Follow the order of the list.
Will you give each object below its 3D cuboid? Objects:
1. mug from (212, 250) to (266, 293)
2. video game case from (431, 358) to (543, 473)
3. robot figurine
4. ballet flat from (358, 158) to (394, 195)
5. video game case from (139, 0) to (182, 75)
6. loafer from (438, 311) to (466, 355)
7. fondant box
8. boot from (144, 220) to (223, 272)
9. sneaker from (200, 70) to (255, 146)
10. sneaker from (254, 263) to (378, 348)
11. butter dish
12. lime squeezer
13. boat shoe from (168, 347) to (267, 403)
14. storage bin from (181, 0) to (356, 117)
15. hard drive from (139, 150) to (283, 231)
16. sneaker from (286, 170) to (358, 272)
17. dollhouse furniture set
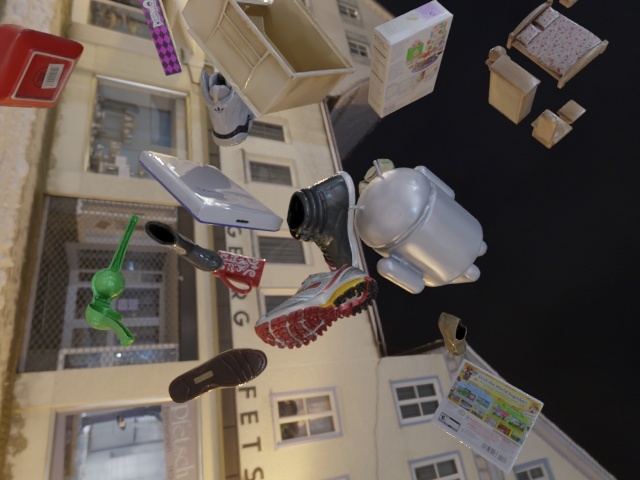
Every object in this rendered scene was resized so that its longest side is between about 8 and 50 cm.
[{"bbox_3d":[-0.288,0.103,1.420,0.150,0.170,0.113,-100,-153,-74],"label":"mug"},{"bbox_3d":[0.459,0.480,1.130,0.227,0.026,0.206,26,-100,34],"label":"video game case"},{"bbox_3d":[0.223,-0.028,0.930,0.200,0.354,0.299,-22,-142,55],"label":"robot figurine"},{"bbox_3d":[0.199,-0.234,1.615,0.248,0.086,0.086,124,-40,-48],"label":"ballet flat"},{"bbox_3d":[-0.361,-0.498,0.883,0.210,0.042,0.232,-122,-163,-55],"label":"video game case"},{"bbox_3d":[0.337,0.239,1.006,0.050,0.148,0.056,4,-132,46],"label":"loafer"},{"bbox_3d":[0.296,-0.611,1.397,0.096,0.238,0.330,58,-10,21],"label":"fondant box"},{"bbox_3d":[-0.376,0.018,1.141,0.208,0.190,0.076,110,2,-71],"label":"boot"},{"bbox_3d":[-0.301,-0.496,1.380,0.365,0.138,0.210,-88,175,-46],"label":"sneaker"},{"bbox_3d":[-0.012,0.115,0.725,0.092,0.225,0.088,46,-26,51],"label":"sneaker"},{"bbox_3d":[-0.566,-0.344,0.765,0.160,0.118,0.160,-50,-178,18],"label":"butter dish"},{"bbox_3d":[-0.352,0.077,0.684,0.109,0.059,0.310,-57,-145,25],"label":"lime squeezer"},{"bbox_3d":[-0.261,0.344,1.065,0.095,0.258,0.095,87,-14,-79],"label":"boat shoe"},{"bbox_3d":[-0.099,-0.407,0.842,0.123,0.262,0.260,-38,-89,38],"label":"storage bin"},{"bbox_3d":[-0.259,-0.116,0.940,0.319,0.210,0.040,37,-70,39],"label":"hard drive"},{"bbox_3d":[0.000,0.000,0.913,0.104,0.147,0.295,38,-42,55],"label":"sneaker"},{"bbox_3d":[0.607,-0.470,1.002,0.355,0.174,0.303,-43,-111,10],"label":"dollhouse furniture set"}]
